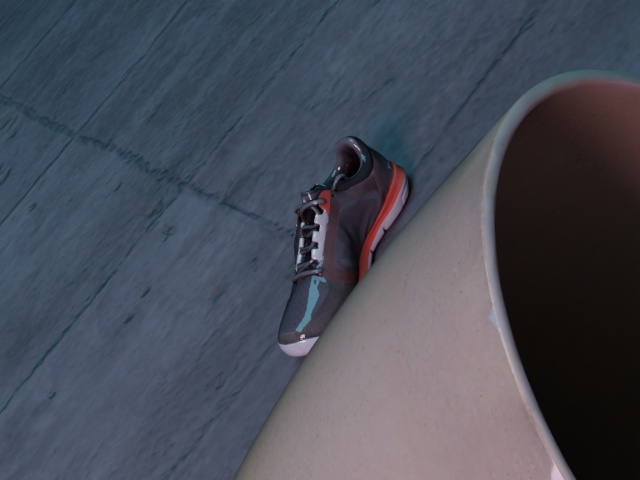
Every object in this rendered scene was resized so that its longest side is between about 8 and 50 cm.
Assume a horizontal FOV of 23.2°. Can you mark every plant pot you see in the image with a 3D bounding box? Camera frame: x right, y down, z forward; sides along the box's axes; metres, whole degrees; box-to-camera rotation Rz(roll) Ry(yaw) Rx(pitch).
[{"bbox_3d":[0.073,0.111,0.640,0.274,0.256,0.256,-39,29,39],"label":"plant pot"}]

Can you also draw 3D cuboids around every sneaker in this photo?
[{"bbox_3d":[0.000,0.000,0.995,0.061,0.065,0.158,-11,45,44],"label":"sneaker"}]
